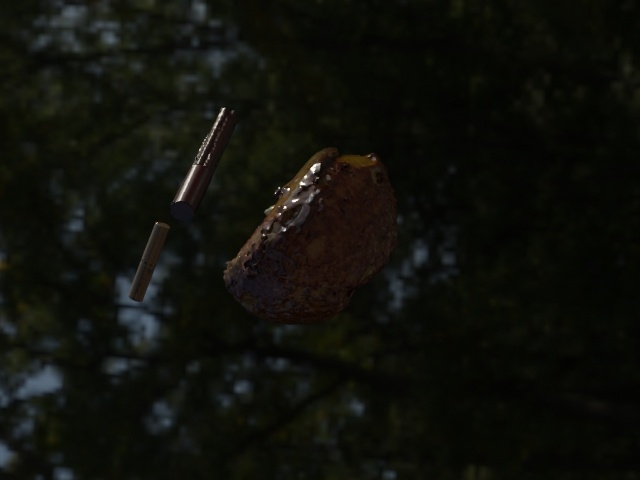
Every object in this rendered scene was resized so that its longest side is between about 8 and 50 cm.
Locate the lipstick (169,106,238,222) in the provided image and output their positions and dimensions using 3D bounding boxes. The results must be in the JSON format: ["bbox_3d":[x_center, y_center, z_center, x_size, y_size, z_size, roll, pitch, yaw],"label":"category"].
[{"bbox_3d":[-0.114,-0.080,1.825,0.176,0.027,0.027,-69,-26,-50],"label":"lipstick"}]

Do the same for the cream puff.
[{"bbox_3d":[0.000,0.000,2.145,0.240,0.164,0.240,-59,-3,-5],"label":"cream puff"}]

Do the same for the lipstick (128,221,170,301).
[{"bbox_3d":[-0.194,0.024,2.047,0.019,0.019,0.094,-18,-49,-68],"label":"lipstick"}]
